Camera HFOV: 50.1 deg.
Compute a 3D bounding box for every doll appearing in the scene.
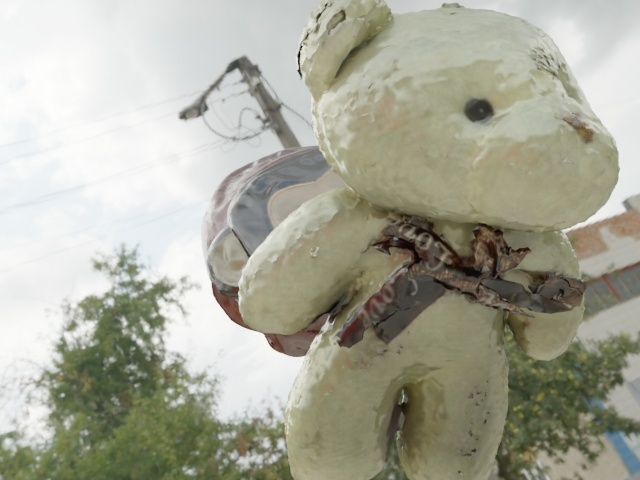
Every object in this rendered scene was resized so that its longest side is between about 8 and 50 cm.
[{"bbox_3d":[0.066,0.018,0.363,0.175,0.149,0.278,-3,-74,-39],"label":"doll"}]

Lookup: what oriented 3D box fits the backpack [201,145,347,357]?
[{"bbox_3d":[0.000,-0.002,0.598,0.229,0.229,0.139,-19,-47,-18],"label":"backpack"}]
